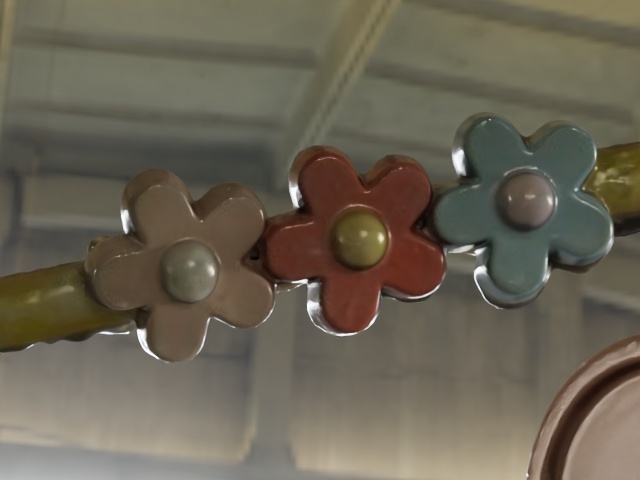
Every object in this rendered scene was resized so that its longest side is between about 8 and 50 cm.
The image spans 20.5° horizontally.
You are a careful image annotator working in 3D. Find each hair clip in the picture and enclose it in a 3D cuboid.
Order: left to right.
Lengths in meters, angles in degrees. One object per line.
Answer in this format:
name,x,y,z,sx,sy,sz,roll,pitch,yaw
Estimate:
hair clip,0.000,0.001,0.516,0.214,0.062,0.056,-11,6,3

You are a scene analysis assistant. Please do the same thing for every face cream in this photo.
face cream,0.180,0.119,0.797,0.104,0.149,0.149,13,-21,-42
